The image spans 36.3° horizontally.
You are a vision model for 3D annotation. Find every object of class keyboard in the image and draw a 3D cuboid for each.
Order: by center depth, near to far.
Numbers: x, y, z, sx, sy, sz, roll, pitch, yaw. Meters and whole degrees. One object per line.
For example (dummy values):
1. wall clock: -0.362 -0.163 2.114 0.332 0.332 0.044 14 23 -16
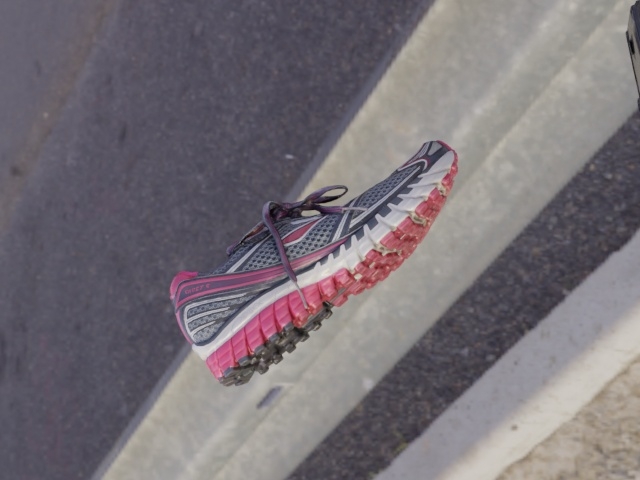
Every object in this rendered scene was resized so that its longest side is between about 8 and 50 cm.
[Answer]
1. keyboard: 0.286 -0.102 0.823 0.023 0.108 0.180 -10 80 13

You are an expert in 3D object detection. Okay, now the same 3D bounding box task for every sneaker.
1. sneaker: 0.000 0.000 0.883 0.112 0.299 0.121 51 171 15
